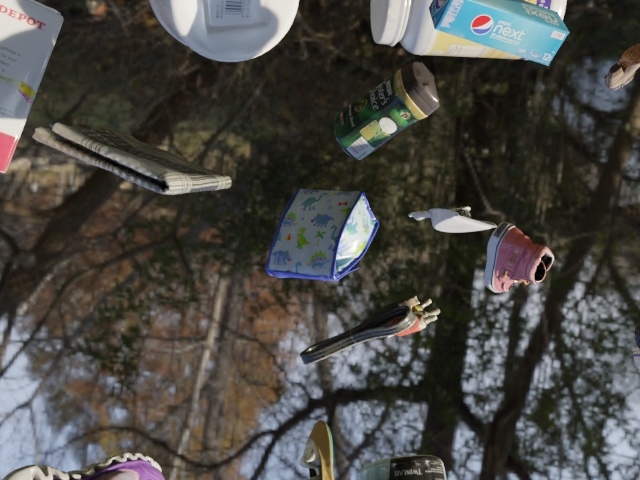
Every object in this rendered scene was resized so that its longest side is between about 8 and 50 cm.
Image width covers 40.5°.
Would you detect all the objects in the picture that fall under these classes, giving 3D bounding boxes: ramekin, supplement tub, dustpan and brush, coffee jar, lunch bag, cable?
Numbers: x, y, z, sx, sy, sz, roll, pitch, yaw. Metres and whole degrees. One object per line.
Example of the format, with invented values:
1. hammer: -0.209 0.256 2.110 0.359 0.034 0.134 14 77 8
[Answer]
1. ramekin: -0.172 -0.466 1.604 0.277 0.277 0.135 6 -153 -27
2. supplement tub: 0.201 0.664 1.934 0.207 0.338 0.207 -6 155 -3
3. supplement tub: 0.276 -0.473 1.665 0.331 0.241 0.241 1 -177 -8
4. dustpan and brush: 0.286 -0.053 2.019 0.147 0.060 0.211 13 162 -42
5. coffee jar: 0.113 -0.220 1.465 0.184 0.096 0.079 -32 125 24
6. lunch bag: 0.000 0.000 1.336 0.129 0.151 0.096 3 137 34
7. cable: 0.095 0.191 1.678 0.287 0.072 0.139 -30 -171 8

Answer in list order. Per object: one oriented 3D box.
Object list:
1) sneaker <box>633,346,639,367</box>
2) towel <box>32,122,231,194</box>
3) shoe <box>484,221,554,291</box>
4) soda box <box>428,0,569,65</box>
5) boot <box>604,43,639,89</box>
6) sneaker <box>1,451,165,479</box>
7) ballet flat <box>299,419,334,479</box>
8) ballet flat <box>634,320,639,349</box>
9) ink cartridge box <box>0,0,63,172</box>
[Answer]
1. sneaker: 0.590 0.090 1.318 0.282 0.161 0.102 -22 167 4
2. towel: -0.371 -0.174 1.764 0.324 0.056 0.312 22 -168 14
3. shoe: 0.293 0.044 1.283 0.081 0.063 0.178 34 162 26
4. soda box: 0.284 -0.353 1.390 0.210 0.067 0.071 14 -140 -17
5. boot: 0.647 -0.362 1.814 0.118 0.042 0.087 -30 157 13
6. sneaker: -0.263 0.314 0.997 0.104 0.095 0.236 44 -161 29
7. ballet flat: -0.007 0.496 1.852 0.073 0.232 0.080 5 149 -25
8. ballet flat: 0.433 0.157 1.014 0.057 0.173 0.049 -36 -176 43
9. ink cartridge box: -0.621 -0.302 1.544 0.226 0.306 0.131 22 178 -26
